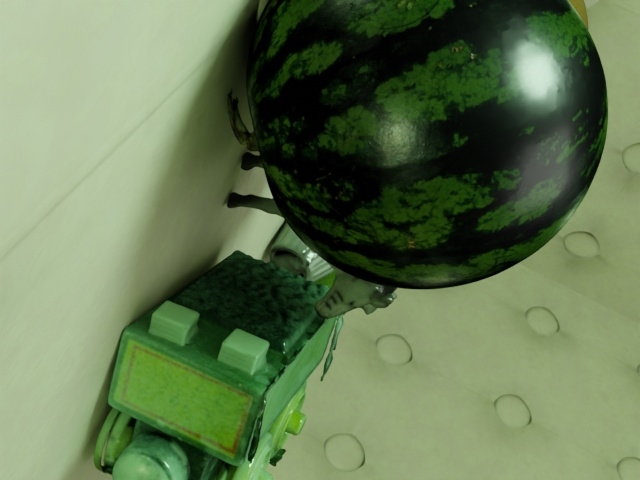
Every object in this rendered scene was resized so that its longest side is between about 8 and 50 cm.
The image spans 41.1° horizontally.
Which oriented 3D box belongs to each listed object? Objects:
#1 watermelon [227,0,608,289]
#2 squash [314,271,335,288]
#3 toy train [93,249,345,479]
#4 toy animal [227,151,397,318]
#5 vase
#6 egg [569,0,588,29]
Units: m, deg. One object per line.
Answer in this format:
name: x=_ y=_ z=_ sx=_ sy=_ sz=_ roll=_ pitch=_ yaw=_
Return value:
watermelon: x=0.071 y=-0.088 z=0.617 sx=0.269 sy=0.269 sz=0.269 roll=-62 pitch=173 yaw=-12
squash: x=-0.054 y=0.123 z=1.165 sx=0.395 sy=0.107 sz=0.107 roll=-54 pitch=170 yaw=-32
toy train: x=-0.087 y=0.128 z=0.771 sx=0.271 sy=0.159 sz=0.188 roll=-42 pitch=152 yaw=-65
toy animal: x=0.017 y=-0.043 z=0.776 sx=0.217 sy=0.176 sz=0.073 roll=-60 pitch=174 yaw=-35
vase: x=0.023 y=-0.026 z=1.156 sx=0.248 sy=0.128 sz=0.128 roll=-44 pitch=162 yaw=-44
egg: x=0.198 y=-0.246 z=1.041 sx=0.322 sy=0.250 sz=0.250 roll=-46 pitch=163 yaw=-52
